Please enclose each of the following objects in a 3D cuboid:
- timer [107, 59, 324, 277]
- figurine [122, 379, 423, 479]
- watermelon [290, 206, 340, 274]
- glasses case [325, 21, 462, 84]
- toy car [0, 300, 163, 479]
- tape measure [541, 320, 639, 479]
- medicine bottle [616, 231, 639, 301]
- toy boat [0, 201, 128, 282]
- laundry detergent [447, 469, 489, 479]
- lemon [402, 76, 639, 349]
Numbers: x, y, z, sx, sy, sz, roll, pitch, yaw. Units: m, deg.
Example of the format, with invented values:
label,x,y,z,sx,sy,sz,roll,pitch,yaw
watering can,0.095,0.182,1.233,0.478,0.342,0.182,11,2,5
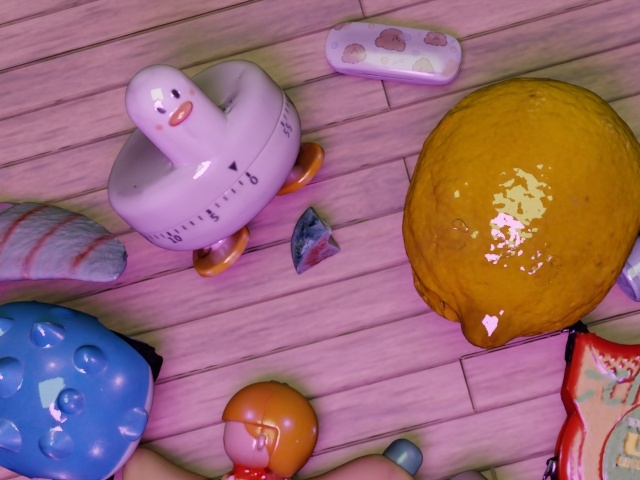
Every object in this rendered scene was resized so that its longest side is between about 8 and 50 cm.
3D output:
label,x,y,z,sx,sy,sz,roll,pitch,yaw
timer,-0.142,-0.109,1.321,0.233,0.233,0.240,-48,119,-6
figurine,-0.056,0.258,1.282,0.325,0.124,0.222,9,77,13
watermelon,0.000,0.000,1.377,0.061,0.085,0.085,16,75,-25
glasses case,0.087,-0.224,1.430,0.164,0.041,0.063,9,76,9
toy car,-0.306,0.157,1.286,0.255,0.190,0.188,16,78,34
tape measure,0.353,0.229,1.244,0.253,0.114,0.260,12,81,10
medicine bottle,0.446,-0.012,1.311,0.258,0.079,0.124,-30,79,-1
toy boat,-0.320,0.010,1.342,0.282,0.206,0.096,-1,118,28
laundry detergent,0.112,0.366,1.217,0.253,0.181,0.091,-45,38,-6
lemon,0.211,-0.031,1.259,0.245,0.245,0.319,19,68,11
